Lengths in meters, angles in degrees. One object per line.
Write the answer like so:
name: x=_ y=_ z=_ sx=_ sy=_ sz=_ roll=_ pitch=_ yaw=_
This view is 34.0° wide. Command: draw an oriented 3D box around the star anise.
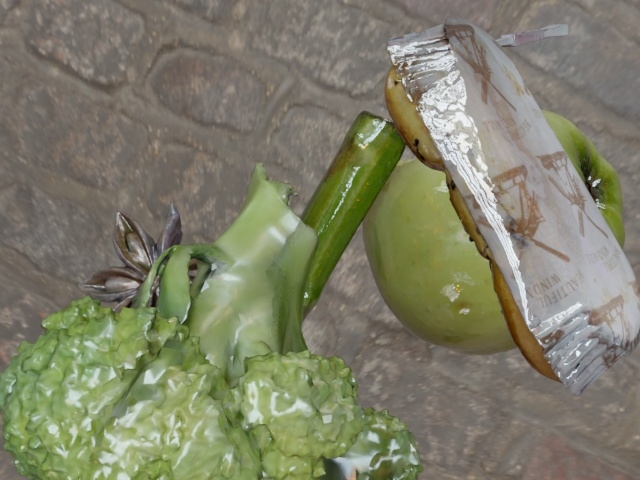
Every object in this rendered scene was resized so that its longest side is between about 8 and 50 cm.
star anise: x=-0.191 y=0.066 z=1.217 sx=0.212 sy=0.073 sz=0.197 roll=38 pitch=93 yaw=24

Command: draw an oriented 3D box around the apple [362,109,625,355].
apple: x=0.180 y=-0.008 z=1.113 sx=0.279 sy=0.279 sz=0.279 roll=1 pitch=80 yaw=-5

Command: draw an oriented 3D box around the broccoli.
broccoli: x=-0.027 y=0.103 z=0.653 sx=0.302 sy=0.186 sz=0.254 roll=-39 pitch=101 yaw=-37

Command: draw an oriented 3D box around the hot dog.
hot dog: x=0.092 y=-0.019 z=0.507 sx=0.059 sy=0.108 sz=0.191 roll=-28 pitch=87 yaw=30

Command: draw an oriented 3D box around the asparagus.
asparagus: x=-0.002 y=-0.001 z=1.025 sx=0.060 sy=0.067 sz=0.277 roll=28 pitch=95 yaw=-19

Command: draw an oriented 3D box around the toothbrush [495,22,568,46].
toothbrush: x=0.163 y=-0.164 z=0.865 sx=0.014 sy=0.194 sz=0.017 roll=5 pitch=110 yaw=33
